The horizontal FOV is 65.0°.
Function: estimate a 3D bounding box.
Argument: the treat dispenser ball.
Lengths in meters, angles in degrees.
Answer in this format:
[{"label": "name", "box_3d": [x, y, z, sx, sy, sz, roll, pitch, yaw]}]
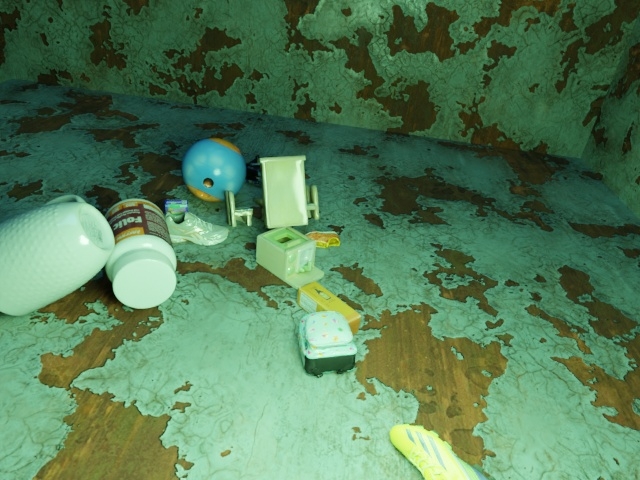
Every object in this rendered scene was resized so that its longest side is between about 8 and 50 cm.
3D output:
[{"label": "treat dispenser ball", "box_3d": [-0.477, -0.316, 2.256, 0.287, 0.288, 0.288, 6, 31, -3]}]

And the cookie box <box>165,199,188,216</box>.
[{"label": "cookie box", "box_3d": [-0.591, -0.110, 2.065, 0.091, 0.107, 0.040, -2, 33, -14]}]

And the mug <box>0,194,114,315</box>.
[{"label": "mug", "box_3d": [-0.818, 0.000, 1.530, 0.327, 0.276, 0.374, -26, 46, 5]}]

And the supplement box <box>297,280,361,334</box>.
[{"label": "supplement box", "box_3d": [0.024, 0.229, 1.670, 0.078, 0.080, 0.233, -19, 42, -38]}]

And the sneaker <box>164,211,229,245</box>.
[{"label": "sneaker", "box_3d": [-0.492, -0.054, 1.980, 0.262, 0.121, 0.099, 1, 32, -11]}]

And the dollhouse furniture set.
[{"label": "dollhouse furniture set", "box_3d": [-0.185, -0.196, 2.011, 0.361, 0.257, 0.394, -5, 7, -16]}]

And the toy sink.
[{"label": "toy sink", "box_3d": [-0.108, 0.054, 1.876, 0.234, 0.131, 0.152, 31, 39, 34]}]

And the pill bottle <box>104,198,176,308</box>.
[{"label": "pill bottle", "box_3d": [-0.613, 0.038, 1.699, 0.223, 0.224, 0.392, -7, 33, -22]}]

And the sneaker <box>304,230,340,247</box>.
[{"label": "sneaker", "box_3d": [0.000, 0.000, 2.060, 0.175, 0.064, 0.067, -6, 43, -17]}]

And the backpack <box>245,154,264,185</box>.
[{"label": "backpack", "box_3d": [-0.276, -0.340, 2.506, 0.173, 0.117, 0.158, 15, 31, 13]}]

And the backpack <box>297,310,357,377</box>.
[{"label": "backpack", "box_3d": [0.014, 0.292, 1.502, 0.165, 0.145, 0.188, -6, 30, -12]}]

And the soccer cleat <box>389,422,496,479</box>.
[{"label": "soccer cleat", "box_3d": [0.277, 0.543, 1.190, 0.289, 0.094, 0.121, 28, 43, 31]}]
